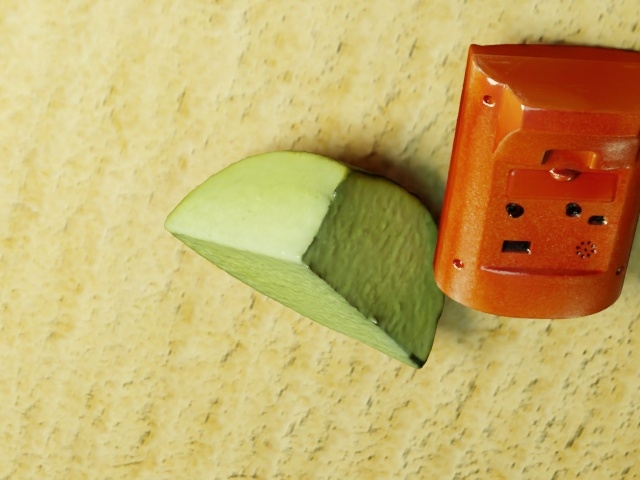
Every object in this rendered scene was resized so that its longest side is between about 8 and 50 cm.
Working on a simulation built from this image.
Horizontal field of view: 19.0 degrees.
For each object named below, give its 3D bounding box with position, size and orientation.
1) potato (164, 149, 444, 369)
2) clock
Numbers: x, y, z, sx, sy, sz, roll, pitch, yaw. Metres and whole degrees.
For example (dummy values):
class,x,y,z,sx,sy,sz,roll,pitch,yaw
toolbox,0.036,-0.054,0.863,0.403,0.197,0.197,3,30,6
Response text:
class,x,y,z,sx,sy,sz,roll,pitch,yaw
potato,0.000,0.000,1.135,0.120,0.081,0.149,17,163,41
clock,0.129,-0.029,1.069,0.113,0.061,0.155,2,126,-7
